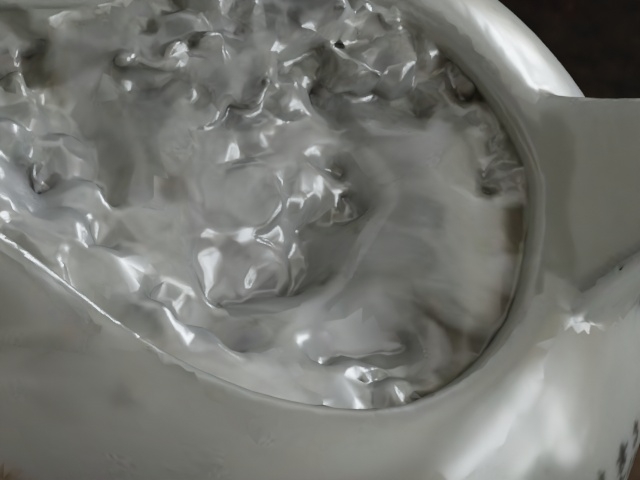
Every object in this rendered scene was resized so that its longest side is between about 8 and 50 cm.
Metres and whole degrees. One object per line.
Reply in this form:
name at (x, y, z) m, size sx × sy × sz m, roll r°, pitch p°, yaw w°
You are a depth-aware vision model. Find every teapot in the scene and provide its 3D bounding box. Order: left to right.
teapot at (0.000, 0.000, 0.453) m, size 0.299 × 0.166 × 0.208 m, roll -3°, pitch 49°, yaw -9°
